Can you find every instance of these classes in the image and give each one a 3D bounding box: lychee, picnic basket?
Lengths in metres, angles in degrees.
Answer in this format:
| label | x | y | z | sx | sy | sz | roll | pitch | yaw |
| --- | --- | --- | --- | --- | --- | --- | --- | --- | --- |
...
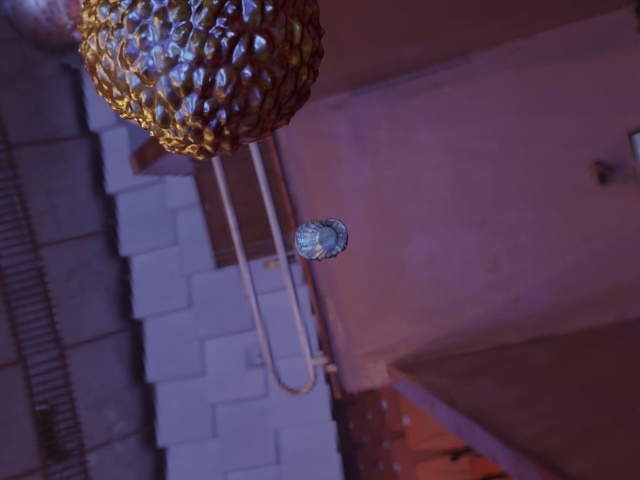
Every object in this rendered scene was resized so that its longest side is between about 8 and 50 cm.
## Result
| label | x | y | z | sx | sy | sz | roll | pitch | yaw |
| --- | --- | --- | --- | --- | --- | --- | --- | --- | --- |
| lychee | -0.106 | -0.201 | 0.994 | 0.236 | 0.235 | 0.271 | -68 | -10 | -56 |
| picnic basket | 0.000 | 0.000 | 1.610 | 0.083 | 0.083 | 0.065 | 176 | 82 | -73 |
